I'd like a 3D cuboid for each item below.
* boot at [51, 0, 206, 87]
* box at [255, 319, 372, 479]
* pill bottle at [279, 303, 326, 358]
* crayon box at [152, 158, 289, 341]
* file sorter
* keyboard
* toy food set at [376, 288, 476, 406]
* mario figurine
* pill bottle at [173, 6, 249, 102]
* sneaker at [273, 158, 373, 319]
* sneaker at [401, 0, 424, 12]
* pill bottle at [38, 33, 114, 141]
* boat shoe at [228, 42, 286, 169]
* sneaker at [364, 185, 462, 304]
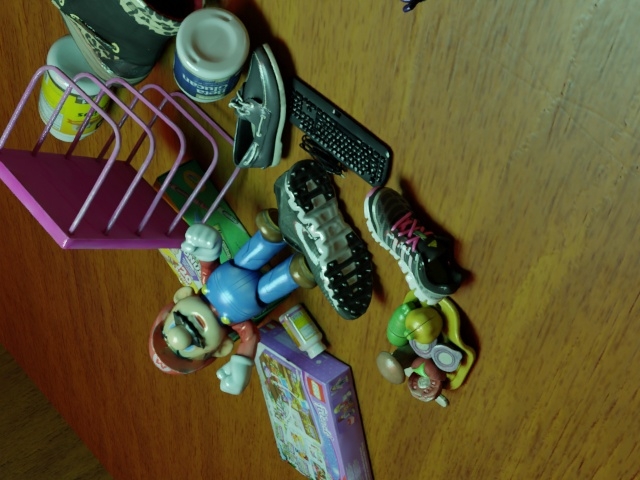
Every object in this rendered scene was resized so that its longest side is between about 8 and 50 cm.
[{"bbox_3d":[-0.320,-0.409,1.500,0.377,0.138,0.284,59,153,-11],"label":"boot"},{"bbox_3d":[-0.013,0.296,1.799,0.201,0.057,0.293,27,139,44],"label":"box"},{"bbox_3d":[-0.026,0.145,1.686,0.083,0.043,0.043,55,151,5],"label":"pill bottle"},{"bbox_3d":[-0.182,0.023,1.767,0.278,0.081,0.165,55,151,6],"label":"crayon box"},{"bbox_3d":[-0.282,-0.120,1.535,0.202,0.291,0.182,44,111,24],"label":"file sorter"},{"bbox_3d":[0.010,-0.124,1.375,0.192,0.038,0.100,41,147,29],"label":"keyboard"},{"bbox_3d":[0.129,0.158,1.431,0.128,0.071,0.218,44,149,23],"label":"toy food set"},{"bbox_3d":[-0.146,0.100,1.575,0.320,0.170,0.198,-42,47,26],"label":"mario figurine"},{"bbox_3d":[-0.150,-0.240,1.430,0.094,0.094,0.169,57,167,2],"label":"pill bottle"},{"bbox_3d":[0.000,0.000,1.478,0.106,0.078,0.234,-2,114,63],"label":"sneaker"},{"bbox_3d":[0.060,-0.329,1.033,0.223,0.098,0.083,55,151,4],"label":"sneaker"},{"bbox_3d":[-0.418,-0.253,1.824,0.117,0.117,0.215,54,151,7],"label":"pill bottle"},{"bbox_3d":[-0.088,-0.172,1.433,0.206,0.065,0.075,94,157,-49],"label":"boat shoe"},{"bbox_3d":[0.120,0.003,1.306,0.170,0.063,0.075,58,152,-10],"label":"sneaker"}]
